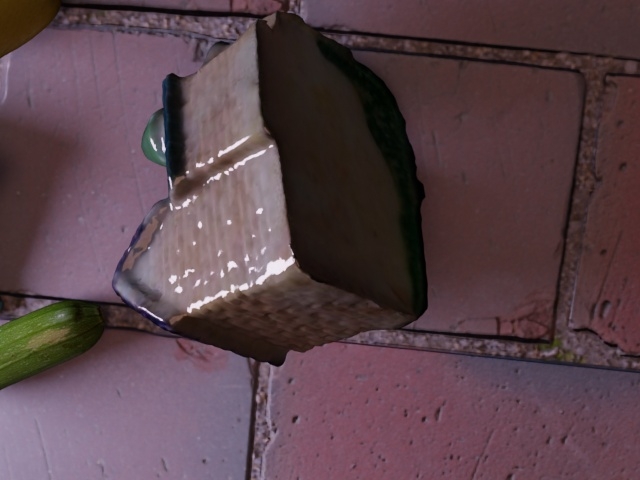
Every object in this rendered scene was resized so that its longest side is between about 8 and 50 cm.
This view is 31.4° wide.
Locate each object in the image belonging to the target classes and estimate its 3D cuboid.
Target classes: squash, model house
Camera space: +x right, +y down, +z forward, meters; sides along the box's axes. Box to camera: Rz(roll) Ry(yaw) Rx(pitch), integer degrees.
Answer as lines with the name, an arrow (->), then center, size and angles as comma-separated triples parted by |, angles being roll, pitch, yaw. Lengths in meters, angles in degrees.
squash -> -0.346, 0.126, 1.291 | 0.219, 0.077, 0.068 | -24, 92, 9
model house -> -0.074, -0.034, 1.163 | 0.284, 0.243, 0.298 | -23, 59, 30

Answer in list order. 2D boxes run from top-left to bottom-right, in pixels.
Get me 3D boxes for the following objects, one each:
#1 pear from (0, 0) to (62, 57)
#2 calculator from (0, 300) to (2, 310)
pear -> -0.334, -0.298, 1.151 | 0.178, 0.267, 0.266 | -20, 102, -21
calculator -> -0.553, -0.005, 1.248 | 0.386, 0.054, 0.256 | 6, 121, 0
